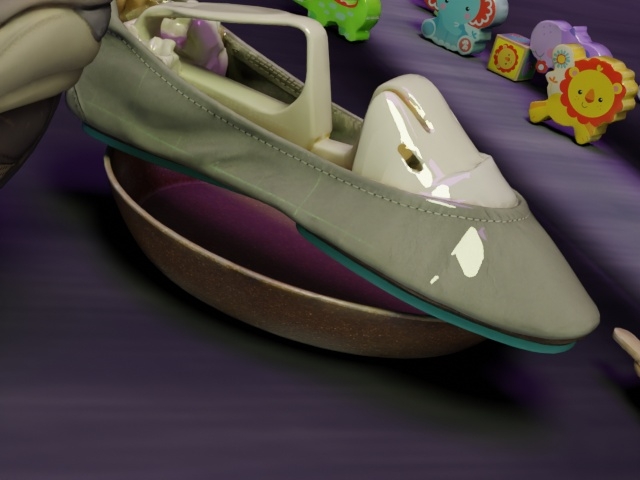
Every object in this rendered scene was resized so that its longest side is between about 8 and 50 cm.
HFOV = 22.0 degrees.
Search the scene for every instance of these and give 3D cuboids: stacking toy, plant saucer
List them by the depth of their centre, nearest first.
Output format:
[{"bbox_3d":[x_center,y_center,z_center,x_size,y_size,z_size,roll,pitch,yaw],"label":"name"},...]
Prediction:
[{"bbox_3d":[0.000,0.000,0.604,0.168,0.029,0.168,16,20,-6],"label":"plant saucer"},{"bbox_3d":[0.115,-0.125,0.988,0.221,0.052,0.167,27,22,26],"label":"stacking toy"}]

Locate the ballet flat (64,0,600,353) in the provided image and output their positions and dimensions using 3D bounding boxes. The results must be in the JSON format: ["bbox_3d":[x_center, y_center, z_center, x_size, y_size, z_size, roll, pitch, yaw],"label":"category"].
[{"bbox_3d":[0.003,-0.034,0.554,0.213,0.068,0.072,27,22,23],"label":"ballet flat"}]

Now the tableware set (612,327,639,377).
[{"bbox_3d":[0.181,0.076,0.564,0.168,0.020,0.141,10,22,-21],"label":"tableware set"}]

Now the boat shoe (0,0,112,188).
[{"bbox_3d":[-0.153,-0.014,0.377,0.132,0.130,0.355,26,16,12],"label":"boat shoe"}]
